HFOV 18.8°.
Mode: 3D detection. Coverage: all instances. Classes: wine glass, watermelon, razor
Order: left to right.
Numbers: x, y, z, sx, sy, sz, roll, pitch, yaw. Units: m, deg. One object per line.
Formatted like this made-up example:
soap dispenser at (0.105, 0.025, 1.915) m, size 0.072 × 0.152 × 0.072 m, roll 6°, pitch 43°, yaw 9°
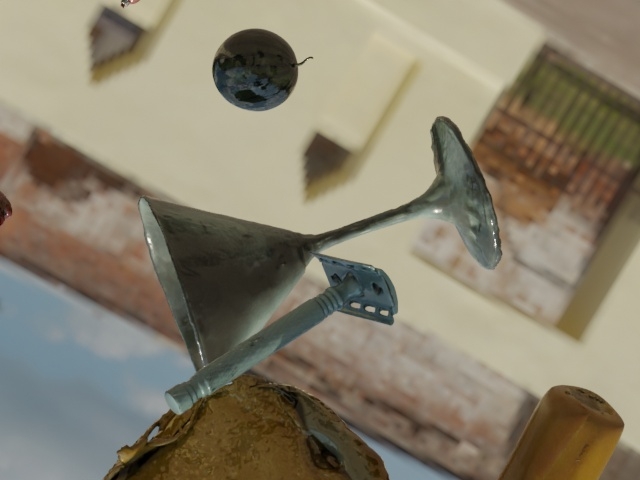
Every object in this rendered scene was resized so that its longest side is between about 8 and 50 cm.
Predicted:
watermelon at (-0.069, -0.214, 2.411) m, size 0.133 × 0.105 × 0.105 m, roll -6°, pitch 168°, yaw 24°
razor at (-0.046, 0.091, 1.805) m, size 0.106 × 0.232 × 0.068 m, roll 11°, pitch 127°, yaw 56°
wine glass at (0.000, 0.000, 2.402) m, size 0.267 × 0.406 × 0.267 m, roll 159°, pitch 90°, yaw -81°

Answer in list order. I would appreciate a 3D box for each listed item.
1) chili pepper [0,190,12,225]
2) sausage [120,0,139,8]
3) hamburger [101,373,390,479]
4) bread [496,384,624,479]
chili pepper at (-0.415, -0.020, 1.940) m, size 0.252 × 0.136 × 0.144 m, roll 2°, pitch -159°, yaw -39°
sausage at (-0.163, -0.331, 2.046) m, size 0.029 × 0.223 × 0.029 m, roll 19°, pitch 153°, yaw 10°
hamburger at (-0.068, 0.282, 1.838) m, size 0.318 × 0.319 × 0.158 m, roll 33°, pitch 170°, yaw 22°
bread at (0.215, 0.257, 1.935) m, size 0.092 × 0.239 × 0.074 m, roll 28°, pitch -179°, yaw 12°
